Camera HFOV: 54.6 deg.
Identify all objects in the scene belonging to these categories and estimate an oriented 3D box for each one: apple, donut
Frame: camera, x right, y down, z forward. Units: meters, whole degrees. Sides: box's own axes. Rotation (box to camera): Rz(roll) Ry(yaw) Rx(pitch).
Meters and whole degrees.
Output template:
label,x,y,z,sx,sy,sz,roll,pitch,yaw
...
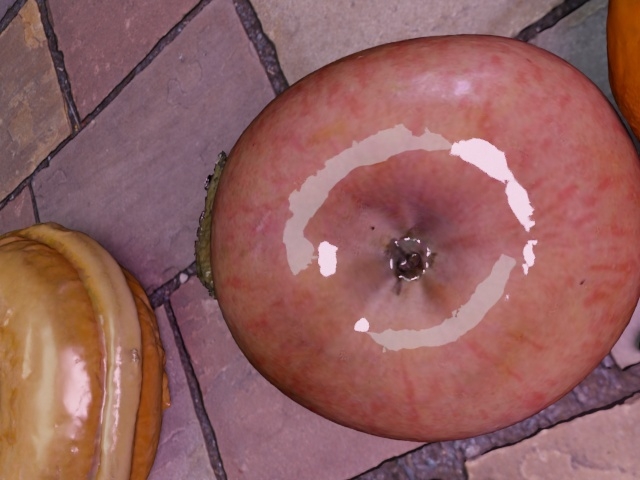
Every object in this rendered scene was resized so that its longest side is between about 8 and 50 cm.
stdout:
label,x,y,z,sx,sy,sz,roll,pitch,yaw
apple,0.071,-0.001,0.485,0.345,0.269,0.345,-3,79,17
donut,-0.377,0.196,0.816,0.449,0.198,0.449,-4,82,33

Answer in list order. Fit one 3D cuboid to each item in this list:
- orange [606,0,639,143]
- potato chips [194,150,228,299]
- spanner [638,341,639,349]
label,x,y,z,sx,sy,sz,roll,pitch,yaw
orange,0.316,-0.137,0.350,0.284,0.226,0.284,7,122,12
potato chips,-0.083,-0.030,0.728,0.220,0.029,0.202,-17,63,46
spanner,0.378,-0.007,0.451,0.325,0.026,0.093,-40,65,22
